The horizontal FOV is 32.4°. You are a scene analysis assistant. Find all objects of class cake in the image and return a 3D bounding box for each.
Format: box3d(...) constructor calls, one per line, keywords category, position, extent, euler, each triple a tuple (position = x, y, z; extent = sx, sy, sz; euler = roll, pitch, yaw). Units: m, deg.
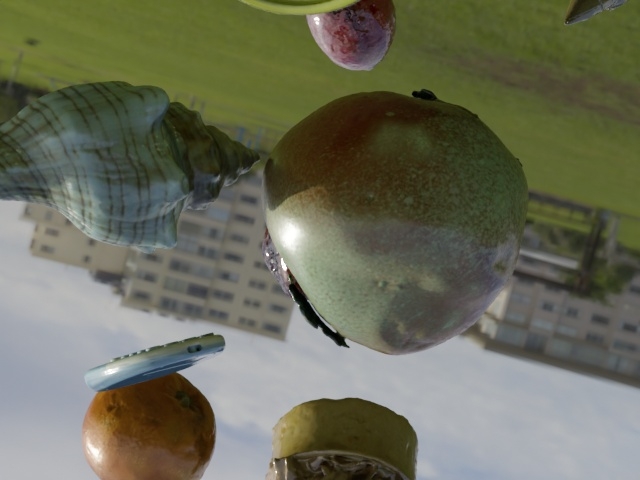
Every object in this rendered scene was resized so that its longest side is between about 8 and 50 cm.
box3d(category="cake", position=(0.039, 0.524, 2.226), extent=(0.332, 0.321, 0.332), euler=(5, 140, 4))

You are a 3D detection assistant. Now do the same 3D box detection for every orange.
box3d(category="orange", position=(-0.328, 0.374, 2.117), extent=(0.261, 0.261, 0.261), euler=(15, -177, -1))

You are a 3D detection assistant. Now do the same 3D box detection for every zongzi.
box3d(category="zongzi", position=(0.433, -0.452, 1.757), extent=(0.178, 0.189, 0.081), euler=(-27, -156, -34))

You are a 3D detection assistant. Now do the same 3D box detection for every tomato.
box3d(category="tomato", position=(0.080, -0.012, 1.240), extent=(0.303, 0.303, 0.239), euler=(16, -135, 6))

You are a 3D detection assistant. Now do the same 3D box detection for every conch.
box3d(category="conch", position=(-0.207, -0.072, 1.138), extent=(0.170, 0.203, 0.386), euler=(32, -151, 26))

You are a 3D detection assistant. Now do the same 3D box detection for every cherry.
box3d(category="cherry", position=(0.069, -0.444, 2.246), extent=(0.192, 0.175, 0.249), euler=(12, 145, 29))

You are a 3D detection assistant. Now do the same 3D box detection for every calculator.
box3d(category="calculator", position=(-0.256, 0.187, 1.680), extent=(0.188, 0.042, 0.303), euler=(-13, 172, -33))

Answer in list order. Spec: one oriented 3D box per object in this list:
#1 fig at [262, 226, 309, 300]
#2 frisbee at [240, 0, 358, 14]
box3d(category="fig", position=(-0.012, 0.003, 2.252), extent=(0.224, 0.263, 0.224), euler=(20, 145, 15))
box3d(category="frisbee", position=(-0.037, -0.313, 1.070), extent=(0.236, 0.017, 0.236), euler=(9, 143, 7))
